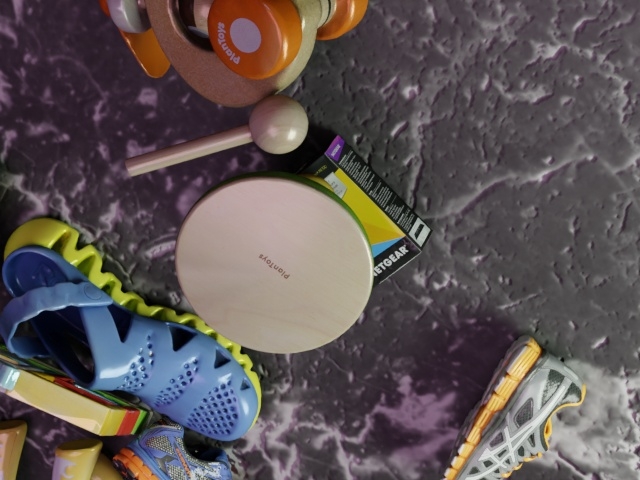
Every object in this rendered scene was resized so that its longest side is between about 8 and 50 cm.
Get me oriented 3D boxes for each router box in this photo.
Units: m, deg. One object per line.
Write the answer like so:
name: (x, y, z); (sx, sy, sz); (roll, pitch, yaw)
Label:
router box: (0.000, 0.000, 1.794); (0.133, 0.046, 0.179); (45, 126, -8)

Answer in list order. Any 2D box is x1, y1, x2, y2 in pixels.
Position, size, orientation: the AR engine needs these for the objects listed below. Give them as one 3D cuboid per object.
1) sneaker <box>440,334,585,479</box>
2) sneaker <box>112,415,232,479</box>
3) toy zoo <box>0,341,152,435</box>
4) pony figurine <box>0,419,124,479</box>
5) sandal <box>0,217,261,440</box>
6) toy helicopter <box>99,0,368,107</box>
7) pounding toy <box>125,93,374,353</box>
sneaker: (0.183, 0.193, 1.822); (0.083, 0.084, 0.215); (27, 126, -2)
sneaker: (-0.117, 0.270, 1.992); (0.221, 0.087, 0.083); (42, 168, -26)
toy zoo: (-0.285, 0.146, 1.881); (0.192, 0.293, 0.030); (24, 87, 6)
pony figurine: (-0.350, 0.392, 2.077); (0.351, 0.303, 0.363); (-4, 104, 15)
sandal: (-0.208, 0.115, 1.898); (0.317, 0.138, 0.126); (31, 124, -1)
toy helicopter: (-0.137, -0.280, 1.647); (0.235, 0.140, 0.355); (-23, 99, 41)
pounding toy: (-0.047, -0.022, 1.707); (0.183, 0.110, 0.237); (-19, 113, 18)
